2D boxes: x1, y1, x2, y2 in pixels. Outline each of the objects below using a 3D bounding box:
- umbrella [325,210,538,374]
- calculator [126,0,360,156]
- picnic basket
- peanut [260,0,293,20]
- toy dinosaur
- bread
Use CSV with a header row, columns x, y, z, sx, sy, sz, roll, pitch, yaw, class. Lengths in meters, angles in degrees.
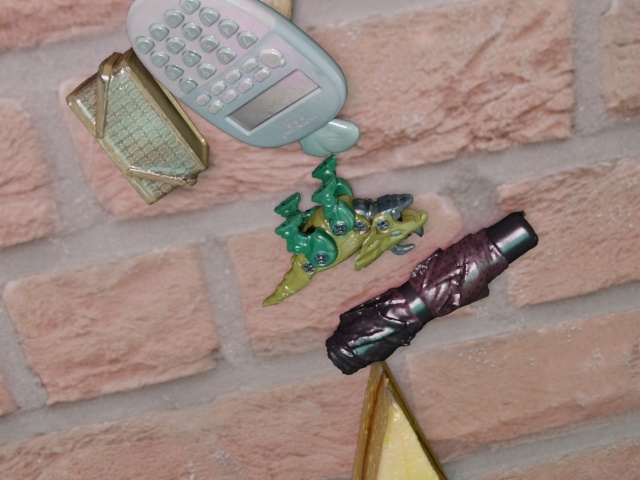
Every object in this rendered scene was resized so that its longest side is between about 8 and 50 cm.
x,y,z,sx,sy,sz,roll,pitch,yaw,class
0.148,0.071,0.979,0.326,0.094,0.090,-35,68,9,umbrella
-0.077,-0.183,0.816,0.295,0.042,0.184,33,142,-32,calculator
-0.203,-0.132,0.835,0.080,0.115,0.164,-32,112,6,picnic basket
-0.062,-0.305,0.801,0.087,0.087,0.206,8,109,-11,peanut
0.000,0.000,0.935,0.259,0.094,0.153,-33,118,20,toy dinosaur
0.078,0.317,1.030,0.163,0.167,0.264,-27,109,4,bread
